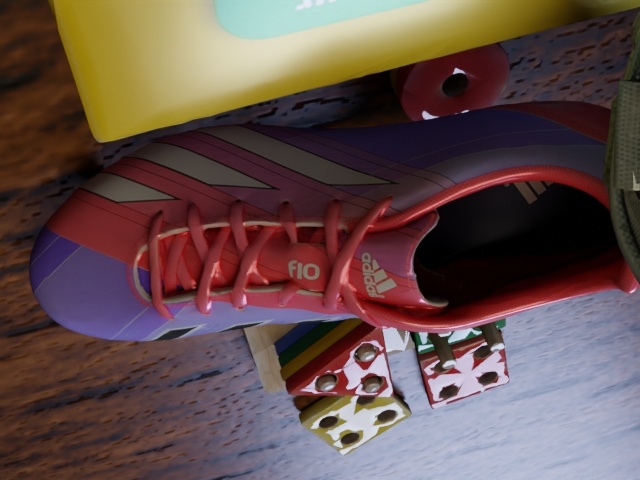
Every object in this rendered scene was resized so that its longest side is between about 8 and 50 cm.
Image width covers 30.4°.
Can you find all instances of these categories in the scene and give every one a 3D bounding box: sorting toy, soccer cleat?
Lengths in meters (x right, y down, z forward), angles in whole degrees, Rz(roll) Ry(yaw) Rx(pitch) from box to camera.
[{"bbox_3d":[0.029,0.027,0.544,0.132,0.046,0.274,-17,137,-4],"label":"sorting toy"},{"bbox_3d":[0.000,0.000,0.430,0.248,0.095,0.083,-8,111,12],"label":"soccer cleat"}]

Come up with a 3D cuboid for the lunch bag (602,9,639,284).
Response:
[{"bbox_3d":[0.257,-0.009,0.360,0.305,0.256,0.212,5,92,-52],"label":"lunch bag"}]

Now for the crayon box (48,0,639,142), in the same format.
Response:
[{"bbox_3d":[0.091,-0.183,0.258,0.363,0.106,0.313,-15,155,-7],"label":"crayon box"}]
